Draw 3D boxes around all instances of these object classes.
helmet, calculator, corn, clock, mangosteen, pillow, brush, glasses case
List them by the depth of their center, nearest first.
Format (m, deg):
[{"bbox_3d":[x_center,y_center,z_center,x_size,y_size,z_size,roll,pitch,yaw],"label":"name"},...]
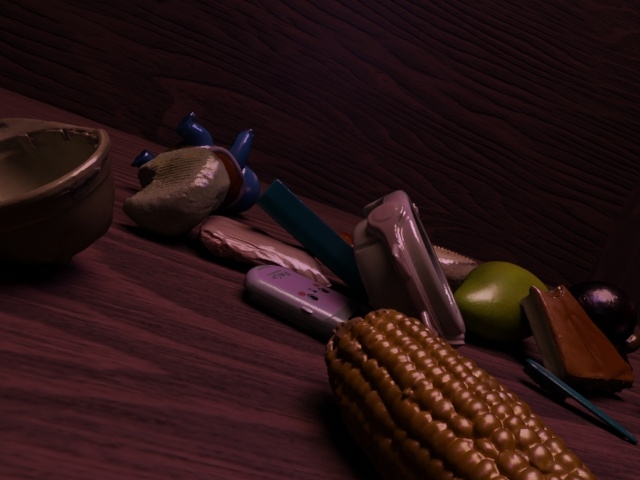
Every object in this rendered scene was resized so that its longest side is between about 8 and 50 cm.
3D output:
[{"bbox_3d":[0.110,0.167,0.364,0.130,0.130,0.347,14,15,-34],"label":"corn"},{"bbox_3d":[-0.345,-0.043,0.532,0.257,0.137,0.204,17,46,27],"label":"helmet"},{"bbox_3d":[-0.007,0.104,0.695,0.245,0.045,0.141,25,10,16],"label":"calculator"},{"bbox_3d":[0.144,0.056,0.737,0.108,0.266,0.324,-23,3,15],"label":"clock"},{"bbox_3d":[0.428,0.273,0.745,0.193,0.032,0.043,40,13,28],"label":"brush"},{"bbox_3d":[-0.109,0.021,0.870,0.269,0.067,0.173,21,11,-8],"label":"pillow"},{"bbox_3d":[-0.001,0.000,0.905,0.301,0.070,0.117,41,-1,-10],"label":"glasses case"},{"bbox_3d":[0.725,0.230,1.156,0.250,0.211,0.211,55,21,15],"label":"mangosteen"}]

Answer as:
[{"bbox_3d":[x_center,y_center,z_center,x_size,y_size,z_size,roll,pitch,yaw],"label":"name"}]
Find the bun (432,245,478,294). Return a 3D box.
[{"bbox_3d":[0.299,0.086,1.174,0.220,0.135,0.220,13,10,-2],"label":"bun"}]

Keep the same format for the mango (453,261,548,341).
[{"bbox_3d":[0.403,0.138,1.008,0.342,0.156,0.192,3,42,-46],"label":"mango"}]

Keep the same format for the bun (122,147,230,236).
[{"bbox_3d":[-0.276,-0.085,0.865,0.203,0.127,0.213,5,44,28],"label":"bun"}]

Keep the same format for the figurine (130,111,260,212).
[{"bbox_3d":[-0.306,-0.181,1.138,0.243,0.297,0.416,54,19,5],"label":"figurine"}]

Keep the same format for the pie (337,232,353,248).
[{"bbox_3d":[0.098,0.034,1.211,0.163,0.079,0.193,35,14,38],"label":"pie"}]

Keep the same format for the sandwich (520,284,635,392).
[{"bbox_3d":[0.529,0.193,0.910,0.244,0.063,0.212,15,53,-31],"label":"sandwich"}]
